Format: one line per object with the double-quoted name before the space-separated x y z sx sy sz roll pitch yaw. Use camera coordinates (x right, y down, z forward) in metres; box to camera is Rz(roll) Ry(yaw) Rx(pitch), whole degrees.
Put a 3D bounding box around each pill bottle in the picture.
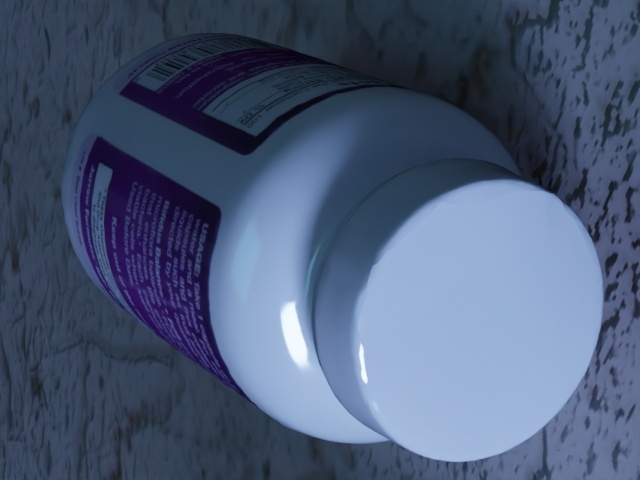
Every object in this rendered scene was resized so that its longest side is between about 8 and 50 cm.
"pill bottle" 0.000 0.000 0.888 0.301 0.169 0.169 28 119 59
